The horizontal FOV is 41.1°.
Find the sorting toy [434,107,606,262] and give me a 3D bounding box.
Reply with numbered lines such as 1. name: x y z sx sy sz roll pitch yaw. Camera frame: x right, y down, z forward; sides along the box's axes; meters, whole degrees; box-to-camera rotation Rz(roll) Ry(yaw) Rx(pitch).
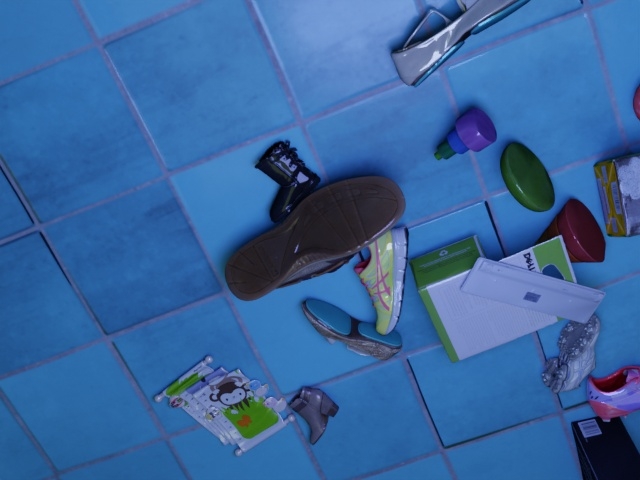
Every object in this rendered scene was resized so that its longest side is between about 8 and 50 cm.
1. sorting toy: 0.329 -0.068 1.458 0.365 0.127 0.126 40 131 -20

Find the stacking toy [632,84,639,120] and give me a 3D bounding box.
1. stacking toy: 0.673 -0.220 1.376 0.330 0.141 0.141 6 115 3

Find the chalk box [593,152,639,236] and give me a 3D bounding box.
1. chalk box: 0.581 -0.088 1.406 0.213 0.132 0.132 -10 90 4

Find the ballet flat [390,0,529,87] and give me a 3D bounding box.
1. ballet flat: 0.215 -0.340 1.331 0.248 0.086 0.086 -36 111 16

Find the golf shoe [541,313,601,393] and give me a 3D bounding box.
1. golf shoe: 0.490 0.211 1.614 0.086 0.069 0.176 9 120 -27

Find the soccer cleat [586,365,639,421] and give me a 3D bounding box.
1. soccer cleat: 0.631 0.272 1.627 0.248 0.083 0.095 -18 114 11

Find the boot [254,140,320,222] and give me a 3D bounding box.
1. boot: -0.070 -0.102 1.453 0.121 0.045 0.099 -44 110 12

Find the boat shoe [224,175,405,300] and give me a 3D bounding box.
1. boat shoe: 0.000 0.000 1.472 0.342 0.123 0.123 -33 76 16

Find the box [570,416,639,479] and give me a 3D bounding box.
1. box: 0.573 0.484 1.625 0.103 0.261 0.184 -13 116 5

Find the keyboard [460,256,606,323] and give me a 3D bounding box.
1. keyboard: 0.364 0.088 1.452 0.256 0.014 0.072 15 125 -18

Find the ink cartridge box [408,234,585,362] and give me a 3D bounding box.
1. ink cartridge box: 0.312 0.083 1.507 0.255 0.097 0.189 -22 123 9

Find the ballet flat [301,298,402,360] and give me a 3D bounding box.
1. ballet flat: 0.050 0.173 1.576 0.206 0.073 0.067 25 127 -8

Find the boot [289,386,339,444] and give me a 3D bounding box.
1. boot: -0.022 0.338 1.670 0.087 0.042 0.118 28 111 -7

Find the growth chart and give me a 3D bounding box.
1. growth chart: -0.180 0.321 1.666 0.237 0.021 0.172 41 107 -19

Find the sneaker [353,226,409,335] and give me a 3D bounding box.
1. sneaker: 0.105 0.070 1.527 0.094 0.081 0.209 5 109 4
